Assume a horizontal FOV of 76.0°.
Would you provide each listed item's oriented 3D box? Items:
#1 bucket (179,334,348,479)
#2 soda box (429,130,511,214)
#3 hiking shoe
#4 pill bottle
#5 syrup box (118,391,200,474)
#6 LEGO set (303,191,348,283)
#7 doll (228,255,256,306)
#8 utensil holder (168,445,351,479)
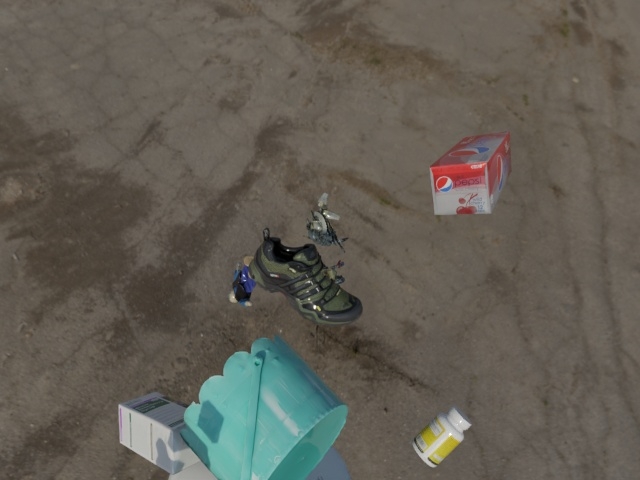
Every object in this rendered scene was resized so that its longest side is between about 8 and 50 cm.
[{"bbox_3d":[-0.094,0.339,0.757,0.183,0.281,0.281,35,57,29],"label":"bucket"},{"bbox_3d":[0.275,-0.126,0.726,0.092,0.084,0.263,0,22,31],"label":"soda box"},{"bbox_3d":[-0.020,0.068,0.729,0.226,0.114,0.086,27,40,4],"label":"hiking shoe"},{"bbox_3d":[0.247,0.392,0.828,0.065,0.065,0.116,44,98,19],"label":"pill bottle"},{"bbox_3d":[-0.353,0.420,0.917,0.093,0.236,0.097,-2,91,-50],"label":"syrup box"},{"bbox_3d":[0.002,0.002,0.356,0.023,0.054,0.083,-21,102,-28],"label":"LEGO set"},{"bbox_3d":[-0.206,0.113,1.099,0.046,0.189,0.129,-6,60,-33],"label":"doll"},{"bbox_3d":[-0.155,0.625,0.994,0.327,0.385,0.328,15,64,-33],"label":"utensil holder"}]
